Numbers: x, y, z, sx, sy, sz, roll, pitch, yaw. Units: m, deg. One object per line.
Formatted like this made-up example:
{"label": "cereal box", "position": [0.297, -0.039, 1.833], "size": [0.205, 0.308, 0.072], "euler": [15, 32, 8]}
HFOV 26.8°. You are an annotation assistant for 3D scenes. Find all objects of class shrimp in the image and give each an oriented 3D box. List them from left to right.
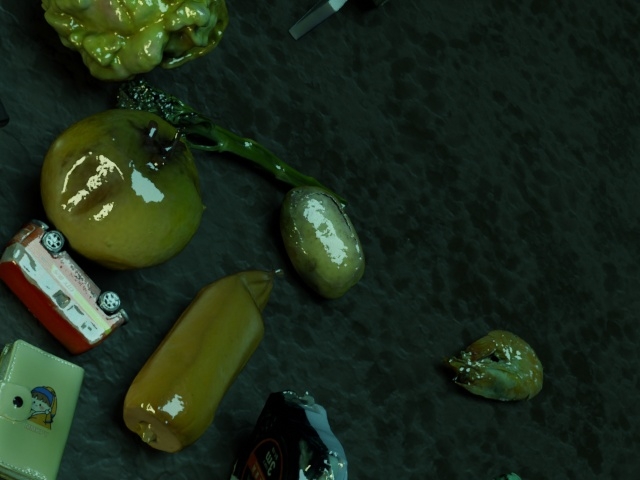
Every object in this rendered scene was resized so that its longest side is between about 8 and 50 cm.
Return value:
{"label": "shrimp", "position": [0.267, 0.193, 2.099], "size": [0.217, 0.051, 0.115], "euler": [8, 57, -37]}

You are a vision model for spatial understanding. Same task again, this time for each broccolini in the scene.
{"label": "broccolini", "position": [-0.123, -0.114, 1.920], "size": [0.392, 0.074, 0.079], "euler": [31, 10, -27]}

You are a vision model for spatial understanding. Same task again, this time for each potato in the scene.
{"label": "potato", "position": [0.000, 0.000, 1.941], "size": [0.107, 0.080, 0.170], "euler": [-30, 89, -15]}

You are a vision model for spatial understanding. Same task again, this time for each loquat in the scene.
{"label": "loquat", "position": [-0.246, -0.063, 1.675], "size": [0.213, 0.213, 0.213], "euler": [20, 57, -33]}

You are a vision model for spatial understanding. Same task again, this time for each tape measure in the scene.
{"label": "tape measure", "position": [-0.040, 0.308, 1.682], "size": [0.107, 0.181, 0.182], "euler": [19, 20, -27]}

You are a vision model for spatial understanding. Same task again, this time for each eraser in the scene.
{"label": "eraser", "position": [0.021, -0.384, 2.145], "size": [0.023, 0.104, 0.150], "euler": [49, 46, -11]}

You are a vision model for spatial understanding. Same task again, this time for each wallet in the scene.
{"label": "wallet", "position": [-0.343, 0.204, 1.571], "size": [0.110, 0.039, 0.155], "euler": [31, 51, -29]}

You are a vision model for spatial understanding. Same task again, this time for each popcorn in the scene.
{"label": "popcorn", "position": [-0.253, -0.316, 1.799], "size": [0.259, 0.212, 0.259], "euler": [51, 5, -6]}

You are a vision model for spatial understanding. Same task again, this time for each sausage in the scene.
{"label": "sausage", "position": [-0.141, 0.135, 1.736], "size": [0.112, 0.112, 0.328], "euler": [46, 46, -13]}

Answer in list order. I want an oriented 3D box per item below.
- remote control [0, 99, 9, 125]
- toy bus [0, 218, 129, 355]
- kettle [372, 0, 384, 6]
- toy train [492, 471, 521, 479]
{"label": "remote control", "position": [-0.468, -0.253, 1.711], "size": [0.063, 0.025, 0.245], "euler": [-23, 85, -49]}
{"label": "toy bus", "position": [-0.321, 0.060, 1.641], "size": [0.174, 0.079, 0.077], "euler": [49, 55, -10]}
{"label": "kettle", "position": [0.096, -0.586, 2.251], "size": [0.318, 0.205, 0.265], "euler": [51, 48, -5]}
{"label": "toy train", "position": [0.247, 0.476, 1.886], "size": [0.202, 0.120, 0.301], "euler": [48, 45, -16]}
